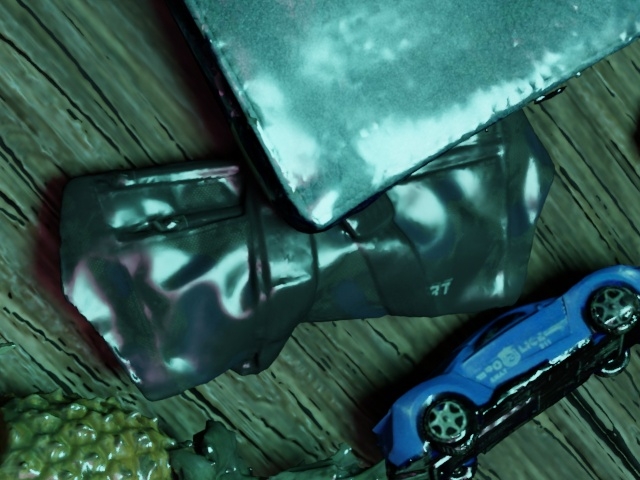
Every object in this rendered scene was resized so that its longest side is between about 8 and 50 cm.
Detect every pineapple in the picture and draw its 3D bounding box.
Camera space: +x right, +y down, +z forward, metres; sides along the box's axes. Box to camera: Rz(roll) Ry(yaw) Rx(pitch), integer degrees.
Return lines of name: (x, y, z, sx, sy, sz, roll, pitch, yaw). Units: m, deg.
pineapple: (-0.075, 0.153, 1.048, 0.251, 0.125, 0.125, 8, 103, -15)

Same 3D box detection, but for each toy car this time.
toy car: (0.124, 0.078, 1.124, 0.216, 0.103, 0.063, -35, 69, -8)

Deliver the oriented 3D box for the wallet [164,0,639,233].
wallet: (0.101, -0.172, 1.034, 0.379, 0.046, 0.190, -30, 94, -11)

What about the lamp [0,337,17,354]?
lamp: (-0.284, 0.106, 0.908, 0.284, 0.250, 0.250, -28, 112, -4)

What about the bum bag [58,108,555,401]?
bum bag: (0.000, 0.000, 1.068, 0.310, 0.074, 0.137, -14, 100, -15)
